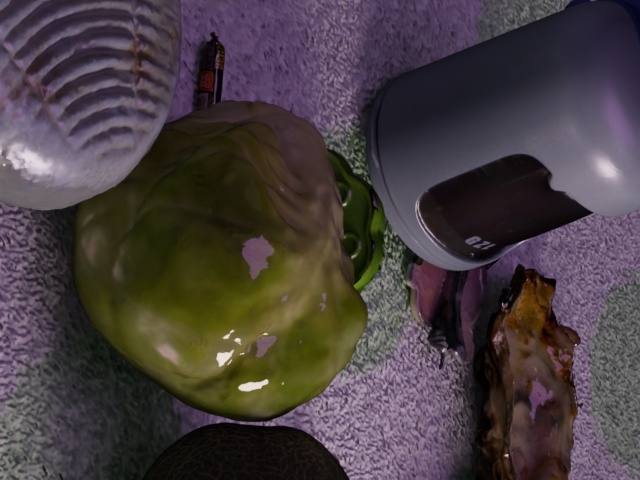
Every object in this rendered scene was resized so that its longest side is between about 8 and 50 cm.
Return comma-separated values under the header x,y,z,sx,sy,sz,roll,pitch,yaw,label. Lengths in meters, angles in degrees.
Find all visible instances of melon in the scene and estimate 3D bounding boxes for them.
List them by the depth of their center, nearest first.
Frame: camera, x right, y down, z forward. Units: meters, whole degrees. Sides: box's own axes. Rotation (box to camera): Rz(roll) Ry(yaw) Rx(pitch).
x,y,z,sx,sy,sz,roll,pitch,yaw,label
-0.072,0.320,1.793,0.237,0.237,0.302,11,79,-49,melon

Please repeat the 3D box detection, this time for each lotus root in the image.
x,y,z,sx,sy,sz,roll,pitch,yaw,label
0.000,0.000,1.998,0.186,0.186,0.186,8,79,-50,lotus root

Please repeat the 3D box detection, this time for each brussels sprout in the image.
x,y,z,sx,sy,sz,roll,pitch,yaw,label
-0.093,0.008,1.793,0.273,0.242,0.317,8,69,-33,brussels sprout

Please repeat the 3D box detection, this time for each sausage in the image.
x,y,z,sx,sy,sz,roll,pitch,yaw,label
-0.113,-0.114,1.962,0.025,0.028,0.198,9,77,-26,sausage

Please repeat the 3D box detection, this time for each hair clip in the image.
x,y,z,sx,sy,sz,roll,pitch,yaw,label
0.150,0.059,2.248,0.146,0.056,0.187,37,50,-40,hair clip

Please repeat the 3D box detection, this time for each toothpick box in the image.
x,y,z,sx,sy,sz,roll,pitch,yaw,label
0.249,-0.133,2.125,0.263,0.354,0.263,22,59,-42,toothpick box

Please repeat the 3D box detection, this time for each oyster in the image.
x,y,z,sx,sy,sz,roll,pitch,yaw,label
0.239,0.208,2.298,0.221,0.096,0.361,4,83,-55,oyster

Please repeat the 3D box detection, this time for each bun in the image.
x,y,z,sx,sy,sz,roll,pitch,yaw,label
-0.273,-0.185,1.650,0.354,0.194,0.354,14,72,-48,bun
